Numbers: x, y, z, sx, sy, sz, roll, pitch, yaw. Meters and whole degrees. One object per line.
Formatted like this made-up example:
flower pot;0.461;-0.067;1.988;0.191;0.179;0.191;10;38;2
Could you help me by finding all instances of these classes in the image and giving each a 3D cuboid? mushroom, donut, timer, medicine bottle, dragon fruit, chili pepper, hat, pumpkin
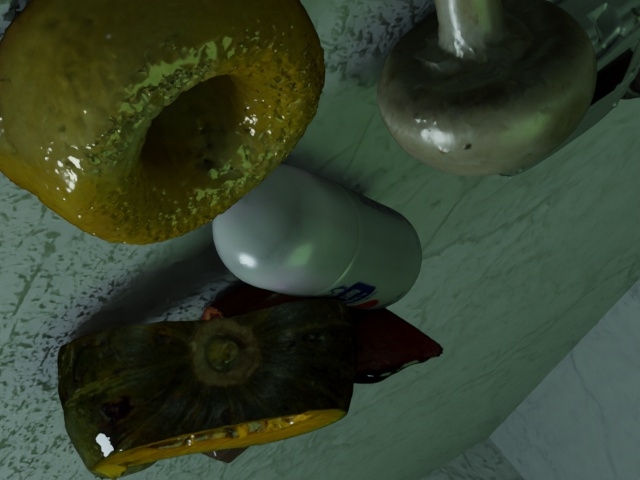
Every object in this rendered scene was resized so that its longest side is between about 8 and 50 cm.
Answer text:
mushroom;0.146;-0.175;1.036;0.207;0.207;0.215;-32;128;-19
donut;-0.109;-0.103;0.826;0.278;0.108;0.277;-33;159;-15
timer;0.290;-0.192;1.359;0.262;0.087;0.237;-34;159;-16
medicine bottle;0.000;0.000;1.204;0.130;0.130;0.341;-43;160;11
dragon fruit;-0.004;0.127;1.434;0.282;0.100;0.343;-16;-177;-8
chili pepper;-0.062;0.077;1.366;0.169;0.065;0.088;-30;159;-33
hat;0.451;-0.237;1.626;0.087;0.042;0.058;7;132;-17
pumpkin;-0.115;0.153;1.195;0.317;0.139;0.222;-11;165;-18

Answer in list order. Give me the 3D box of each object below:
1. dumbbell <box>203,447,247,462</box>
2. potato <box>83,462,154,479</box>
dumbbell;-0.165;0.217;1.393;0.082;0.092;0.231;-13;155;22
potato;-0.242;0.260;1.421;0.092;0.070;0.138;-25;167;34
